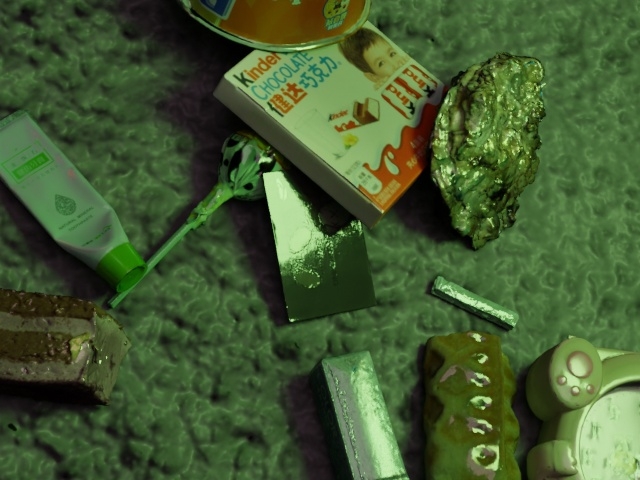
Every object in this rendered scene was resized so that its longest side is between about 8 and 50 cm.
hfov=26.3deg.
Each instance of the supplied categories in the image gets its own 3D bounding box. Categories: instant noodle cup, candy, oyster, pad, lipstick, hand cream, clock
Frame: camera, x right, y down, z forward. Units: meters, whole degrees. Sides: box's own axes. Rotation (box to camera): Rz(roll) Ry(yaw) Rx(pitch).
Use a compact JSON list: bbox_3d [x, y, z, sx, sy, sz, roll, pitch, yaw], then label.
[{"bbox_3d":[-0.044,-0.413,1.742,0.296,0.214,0.296,10,46,-11],"label":"instant noodle cup"},{"bbox_3d":[-0.151,-0.022,1.698,0.091,0.083,0.305,40,73,8],"label":"candy"},{"bbox_3d":[0.224,-0.126,1.788,0.198,0.092,0.260,45,58,-42],"label":"oyster"},{"bbox_3d":[0.000,0.000,1.717,0.127,0.004,0.190,-10,90,-27],"label":"pad"},{"bbox_3d":[0.058,0.275,1.627,0.076,0.077,0.290,-12,72,-18],"label":"lipstick"},{"bbox_3d":[-0.314,-0.051,1.667,0.275,0.050,0.079,47,39,16],"label":"hand cream"},{"bbox_3d":[0.393,0.286,1.693,0.284,0.114,0.309,9,69,-13],"label":"clock"}]

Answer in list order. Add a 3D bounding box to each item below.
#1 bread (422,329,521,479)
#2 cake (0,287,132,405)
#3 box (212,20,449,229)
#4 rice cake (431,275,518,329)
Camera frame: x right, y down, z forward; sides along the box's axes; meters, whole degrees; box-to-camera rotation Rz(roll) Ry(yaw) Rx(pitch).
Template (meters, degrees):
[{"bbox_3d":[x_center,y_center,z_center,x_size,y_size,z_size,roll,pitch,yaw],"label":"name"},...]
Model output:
[{"bbox_3d":[0.191,0.226,1.682,0.128,0.088,0.232,13,62,-18],"label":"bread"},{"bbox_3d":[-0.368,0.112,1.571,0.295,0.113,0.116,9,66,-5],"label":"cake"},{"bbox_3d":[0.037,-0.177,1.768,0.265,0.048,0.273,40,47,3],"label":"box"},{"bbox_3d":[0.199,0.081,1.769,0.121,0.021,0.022,25,55,-3],"label":"rice cake"}]
